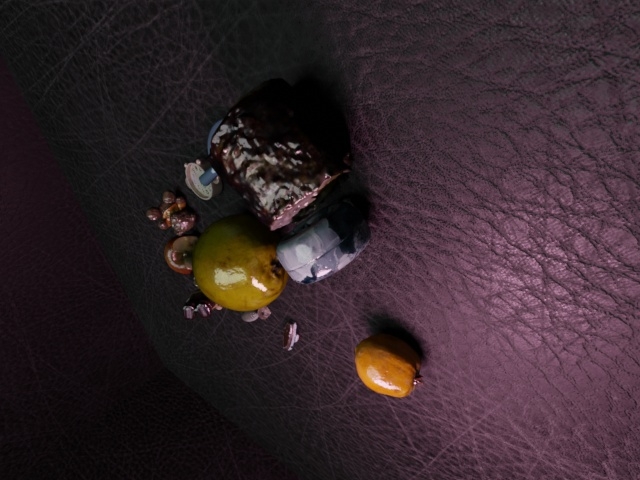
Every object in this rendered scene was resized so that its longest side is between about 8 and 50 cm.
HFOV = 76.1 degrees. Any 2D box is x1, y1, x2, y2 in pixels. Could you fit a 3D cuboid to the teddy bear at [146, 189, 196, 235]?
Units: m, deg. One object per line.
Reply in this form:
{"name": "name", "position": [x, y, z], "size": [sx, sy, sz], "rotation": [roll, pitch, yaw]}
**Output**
{"name": "teddy bear", "position": [-0.648, -0.116, 1.827], "size": [0.190, 0.177, 0.140], "rotation": [43, -173, 13]}

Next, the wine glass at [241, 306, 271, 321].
{"name": "wine glass", "position": [-0.307, 0.344, 1.895], "size": [0.198, 0.066, 0.066], "rotation": [-22, 103, 52]}

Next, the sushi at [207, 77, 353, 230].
{"name": "sushi", "position": [-0.102, -0.201, 1.034], "size": [0.294, 0.281, 0.299], "rotation": [47, 123, 1]}

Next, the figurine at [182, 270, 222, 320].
{"name": "figurine", "position": [-0.440, 0.206, 1.713], "size": [0.218, 0.364, 0.206], "rotation": [-21, 125, 17]}

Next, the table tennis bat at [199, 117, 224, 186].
{"name": "table tennis bat", "position": [-0.313, -0.275, 1.370], "size": [0.329, 0.044, 0.215], "rotation": [-30, 98, 42]}

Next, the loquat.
{"name": "loquat", "position": [0.214, 0.393, 1.279], "size": [0.234, 0.187, 0.175], "rotation": [26, 125, 18]}

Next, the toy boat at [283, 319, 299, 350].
{"name": "toy boat", "position": [-0.123, 0.410, 1.758], "size": [0.059, 0.066, 0.139], "rotation": [24, 108, 47]}

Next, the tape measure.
{"name": "tape measure", "position": [0.000, 0.000, 1.121], "size": [0.147, 0.256, 0.275], "rotation": [54, 148, -10]}

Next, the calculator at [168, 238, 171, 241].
{"name": "calculator", "position": [-0.692, 0.057, 2.098], "size": [0.274, 0.028, 0.165], "rotation": [-5, 119, 50]}

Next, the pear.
{"name": "pear", "position": [-0.286, 0.081, 1.448], "size": [0.414, 0.352, 0.351], "rotation": [8, 126, 55]}

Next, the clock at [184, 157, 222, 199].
{"name": "clock", "position": [-0.443, -0.238, 1.561], "size": [0.229, 0.063, 0.155], "rotation": [-4, 114, 44]}

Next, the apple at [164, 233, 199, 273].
{"name": "apple", "position": [-0.626, 0.066, 1.897], "size": [0.160, 0.173, 0.195], "rotation": [-27, 105, 36]}
